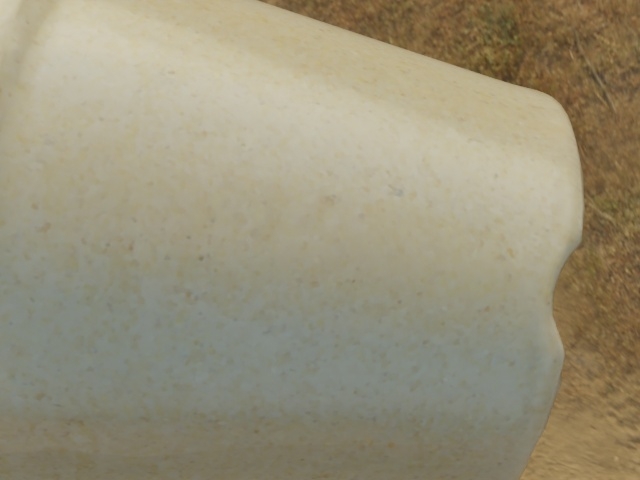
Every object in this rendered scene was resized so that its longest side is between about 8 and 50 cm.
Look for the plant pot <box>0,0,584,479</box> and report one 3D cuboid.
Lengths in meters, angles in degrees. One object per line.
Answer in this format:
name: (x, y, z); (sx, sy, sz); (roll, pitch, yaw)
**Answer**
plant pot: (-0.045, 0.005, 0.489); (0.306, 0.334, 0.333); (9, 77, -3)
